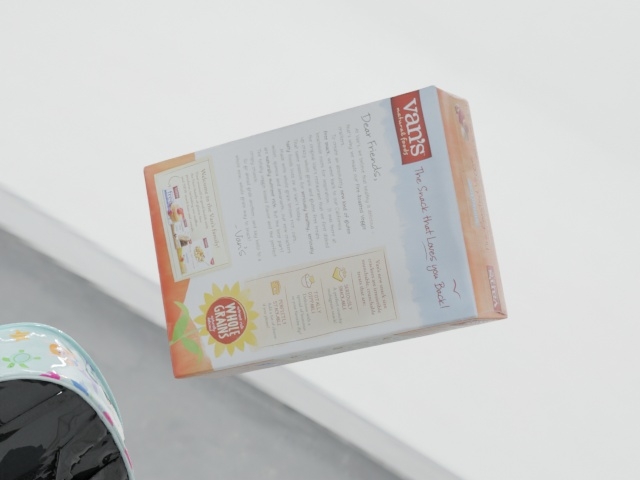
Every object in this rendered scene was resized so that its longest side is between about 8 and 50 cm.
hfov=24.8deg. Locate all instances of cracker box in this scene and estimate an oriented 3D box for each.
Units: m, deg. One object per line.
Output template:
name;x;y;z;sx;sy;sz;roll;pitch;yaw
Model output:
cracker box;0.000;0.000;1.001;0.232;0.156;0.067;-13;-10;26

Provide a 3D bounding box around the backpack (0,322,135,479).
backpack;-0.285;0.187;1.209;0.191;0.253;0.225;-111;179;-63
